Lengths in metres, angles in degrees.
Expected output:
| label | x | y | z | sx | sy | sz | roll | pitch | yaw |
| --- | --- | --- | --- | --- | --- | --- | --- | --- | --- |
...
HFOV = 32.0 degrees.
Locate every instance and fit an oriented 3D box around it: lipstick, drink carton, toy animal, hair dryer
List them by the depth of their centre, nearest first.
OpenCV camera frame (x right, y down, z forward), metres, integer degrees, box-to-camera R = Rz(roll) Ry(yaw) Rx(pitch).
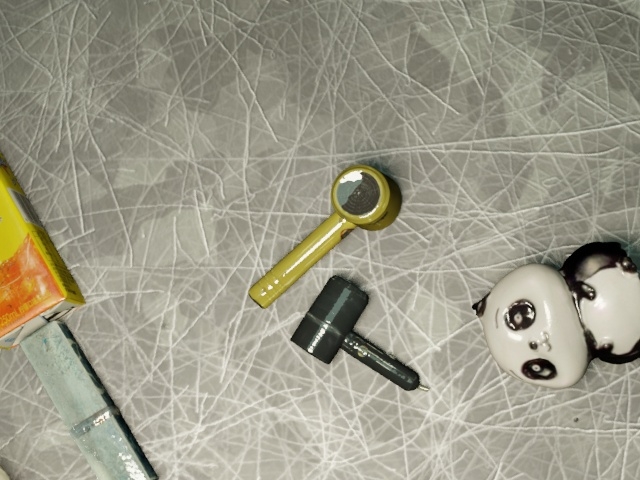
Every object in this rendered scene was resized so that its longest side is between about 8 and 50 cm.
| label | x | y | z | sx | sy | sz | roll | pitch | yaw |
| --- | --- | --- | --- | --- | --- | --- | --- | --- | --- |
| toy animal | 0.350 | 0.113 | 1.609 | 0.235 | 0.165 | 0.187 | -18 | 98 | -1 |
| hair dryer | 0.075 | 0.159 | 1.677 | 0.219 | 0.071 | 0.124 | 35 | 85 | 1 |
| hair dryer | 0.000 | 0.000 | 1.677 | 0.278 | 0.135 | 0.090 | -42 | 80 | 7 |
| lipstick | -0.351 | 0.255 | 1.682 | 0.076 | 0.077 | 0.290 | -34 | 80 | -1 |
| drink carton | -0.521 | -0.017 | 1.716 | 0.154 | 0.111 | 0.351 | -31 | 81 | -1 |

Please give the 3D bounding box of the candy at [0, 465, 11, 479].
| label | x | y | z | sx | sy | sz | roll | pitch | yaw |
| --- | --- | --- | --- | --- | --- | --- | --- | --- | --- |
| candy | -0.554 | 0.432 | 1.620 | 0.295 | 0.185 | 0.295 | 1 | 95 | 14 |
